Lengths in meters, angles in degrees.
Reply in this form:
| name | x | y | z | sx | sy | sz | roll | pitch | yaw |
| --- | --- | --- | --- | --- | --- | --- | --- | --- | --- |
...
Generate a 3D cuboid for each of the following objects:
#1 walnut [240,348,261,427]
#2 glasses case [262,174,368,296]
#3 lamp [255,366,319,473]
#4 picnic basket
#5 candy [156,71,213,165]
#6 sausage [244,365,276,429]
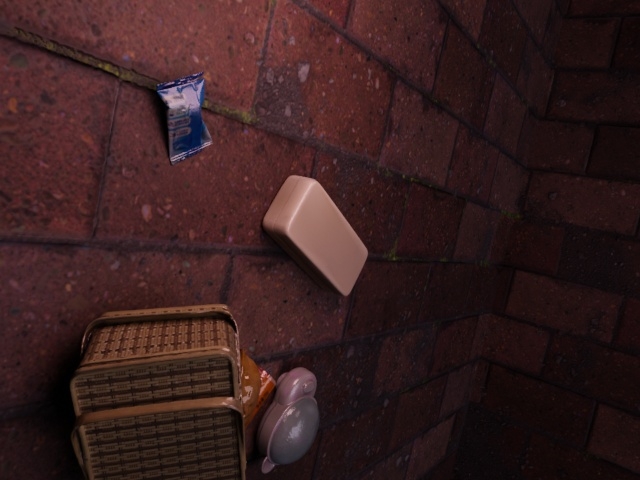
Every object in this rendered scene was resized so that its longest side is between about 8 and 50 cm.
| name | x | y | z | sx | sy | sz | roll | pitch | yaw |
| --- | --- | --- | --- | --- | --- | --- | --- | --- | --- |
| walnut | -0.188 | 0.286 | 0.958 | 0.144 | 0.144 | 0.180 | 13 | 100 | -55 |
| glasses case | 0.000 | 0.000 | 1.160 | 0.144 | 0.076 | 0.336 | -61 | 143 | -18 |
| lamp | -0.062 | 0.431 | 1.212 | 0.179 | 0.107 | 0.246 | 11 | 93 | -60 |
| picnic basket | -0.233 | 0.269 | 0.769 | 0.227 | 0.175 | 0.313 | -3 | 110 | -12 |
| candy | -0.215 | -0.197 | 0.818 | 0.088 | 0.038 | 0.136 | -36 | 139 | -38 |
| sausage | -0.185 | 0.374 | 1.049 | 0.234 | 0.071 | 0.071 | -53 | 140 | -29 |
